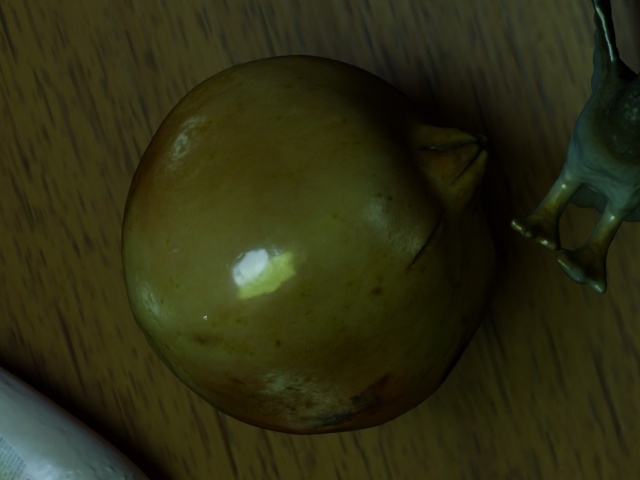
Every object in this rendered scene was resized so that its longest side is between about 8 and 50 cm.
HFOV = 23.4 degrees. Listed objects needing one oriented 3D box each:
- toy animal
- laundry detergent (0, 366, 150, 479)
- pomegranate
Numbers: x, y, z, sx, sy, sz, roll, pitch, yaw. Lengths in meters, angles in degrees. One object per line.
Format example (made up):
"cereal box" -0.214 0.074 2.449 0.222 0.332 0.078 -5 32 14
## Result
"toy animal" 0.161 -0.048 0.738 0.272 0.197 0.160 36 118 11
"laundry detergent" -0.267 0.137 1.053 0.335 0.088 0.159 29 114 20
"pomegranate" -0.006 0.002 0.827 0.209 0.209 0.209 6 104 26
